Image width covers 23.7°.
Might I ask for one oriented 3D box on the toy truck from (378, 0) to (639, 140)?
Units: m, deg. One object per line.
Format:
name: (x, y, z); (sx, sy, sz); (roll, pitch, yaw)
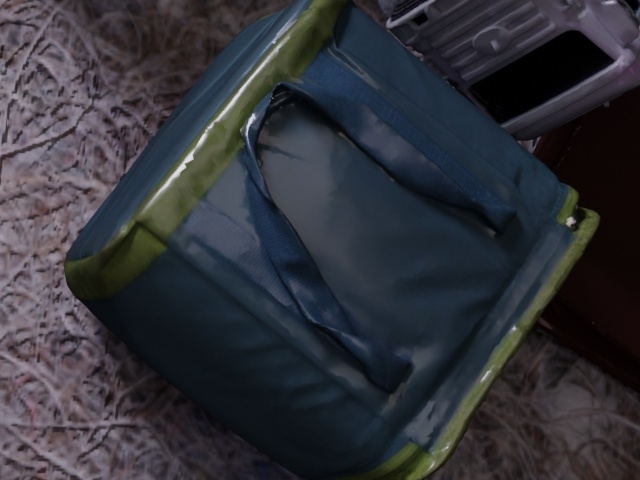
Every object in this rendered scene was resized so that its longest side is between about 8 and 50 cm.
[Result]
toy truck: (0.189, -0.224, 1.064); (0.178, 0.176, 0.363); (49, 46, -12)

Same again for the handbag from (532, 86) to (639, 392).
handbag: (0.284, -0.005, 1.145); (0.275, 0.084, 0.260); (35, 68, -10)

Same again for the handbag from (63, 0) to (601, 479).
handbag: (0.000, 0.000, 0.972); (0.241, 0.222, 0.263); (42, 71, -12)
